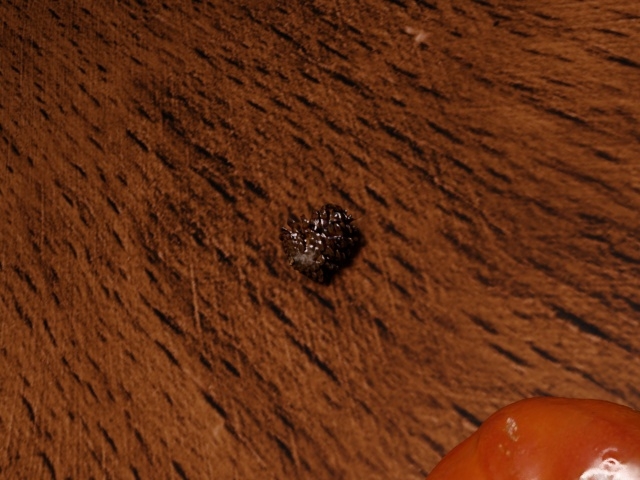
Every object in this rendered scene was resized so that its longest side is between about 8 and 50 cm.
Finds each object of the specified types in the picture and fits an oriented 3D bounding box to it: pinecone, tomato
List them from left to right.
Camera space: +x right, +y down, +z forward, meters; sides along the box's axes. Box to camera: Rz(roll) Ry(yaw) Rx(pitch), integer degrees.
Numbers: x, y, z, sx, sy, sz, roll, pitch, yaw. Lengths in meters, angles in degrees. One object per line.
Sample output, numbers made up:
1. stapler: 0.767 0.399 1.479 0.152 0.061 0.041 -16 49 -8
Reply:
1. pinecone: 0.000 0.000 1.135 0.083 0.077 0.077 -31 33 -26
2. tomato: 0.165 0.228 0.689 0.259 0.180 0.260 -26 41 24
